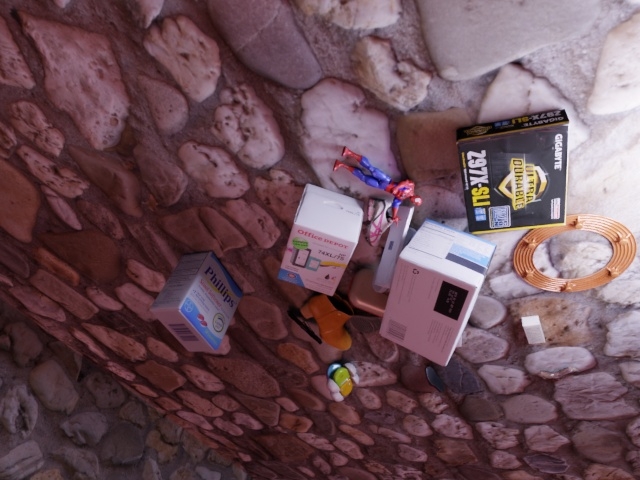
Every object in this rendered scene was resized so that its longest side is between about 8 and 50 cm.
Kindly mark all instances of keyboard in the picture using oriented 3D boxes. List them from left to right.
[{"bbox_3d":[-0.060,0.359,1.823,0.192,0.038,0.100,40,163,16],"label":"keyboard"},{"bbox_3d":[0.222,0.017,1.310,0.014,0.256,0.072,20,175,-28],"label":"keyboard"}]

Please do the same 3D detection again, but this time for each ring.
[{"bbox_3d":[0.777,0.054,1.332,0.337,0.032,0.336,8,134,9],"label":"ring"}]

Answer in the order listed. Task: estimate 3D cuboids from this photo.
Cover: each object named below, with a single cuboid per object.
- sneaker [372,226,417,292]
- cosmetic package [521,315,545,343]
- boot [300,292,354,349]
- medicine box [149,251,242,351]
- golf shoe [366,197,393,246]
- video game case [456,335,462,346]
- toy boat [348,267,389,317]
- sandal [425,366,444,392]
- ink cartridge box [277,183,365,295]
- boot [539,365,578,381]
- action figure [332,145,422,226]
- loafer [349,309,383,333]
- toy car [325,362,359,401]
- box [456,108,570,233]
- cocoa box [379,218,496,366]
[{"bbox_3d":[0.261,0.066,1.446,0.091,0.094,0.258,4,126,-35],"label":"sneaker"},{"bbox_3d":[0.782,0.329,1.588,0.060,0.041,0.115,-12,128,26],"label":"cosmetic package"},{"bbox_3d":[0.070,0.327,1.733,0.295,0.104,0.211,44,140,-14],"label":"boot"},{"bbox_3d":[-0.468,0.236,1.678,0.149,0.289,0.263,-7,131,25],"label":"medicine box"},{"bbox_3d":[0.188,-0.049,1.373,0.086,0.067,0.186,5,134,9],"label":"golf shoe"},{"bbox_3d":[0.437,0.335,1.692,0.232,0.042,0.210,0,133,16],"label":"video game case"},{"bbox_3d":[0.207,0.200,1.582,0.231,0.151,0.151,22,165,-5],"label":"toy boat"},{"bbox_3d":[0.504,0.630,1.946,0.040,0.067,0.179,-9,133,38],"label":"sandal"},{"bbox_3d":[0.000,0.000,1.381,0.198,0.197,0.270,18,135,-2],"label":"ink cartridge box"},{"bbox_3d":[0.956,0.526,1.733,0.106,0.037,0.114,18,140,-21],"label":"boot"},{"bbox_3d":[0.170,-0.149,1.239,0.280,0.139,0.091,24,136,-11],"label":"action figure"},{"bbox_3d":[0.219,0.305,1.693,0.251,0.087,0.094,-8,115,45],"label":"loafer"},{"bbox_3d":[0.087,0.654,2.050,0.136,0.159,0.182,30,150,42],"label":"toy car"},{"bbox_3d":[0.514,-0.168,1.160,0.257,0.079,0.322,-4,132,22],"label":"box"},{"bbox_3d":[0.351,0.155,1.315,0.231,0.228,0.347,23,132,21],"label":"cocoa box"}]
